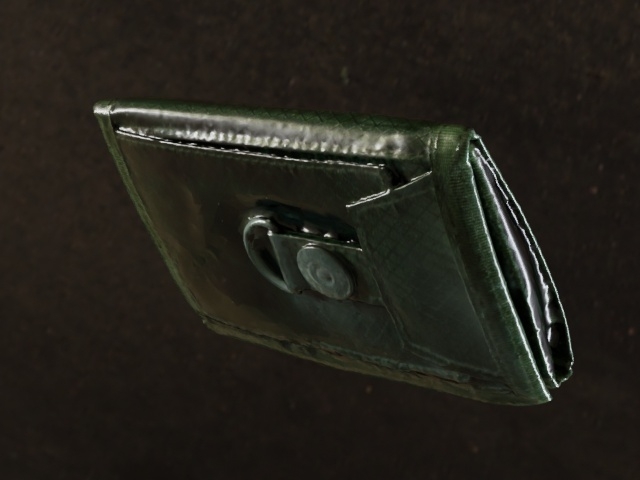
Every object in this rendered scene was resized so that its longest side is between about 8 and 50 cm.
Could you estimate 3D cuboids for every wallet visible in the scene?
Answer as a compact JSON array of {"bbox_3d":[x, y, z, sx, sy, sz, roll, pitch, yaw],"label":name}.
[{"bbox_3d":[-0.002,0.002,0.747,0.236,0.055,0.160,7,135,39],"label":"wallet"}]
